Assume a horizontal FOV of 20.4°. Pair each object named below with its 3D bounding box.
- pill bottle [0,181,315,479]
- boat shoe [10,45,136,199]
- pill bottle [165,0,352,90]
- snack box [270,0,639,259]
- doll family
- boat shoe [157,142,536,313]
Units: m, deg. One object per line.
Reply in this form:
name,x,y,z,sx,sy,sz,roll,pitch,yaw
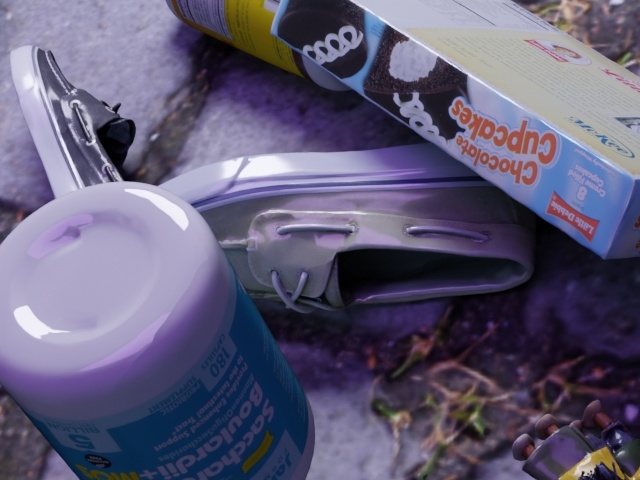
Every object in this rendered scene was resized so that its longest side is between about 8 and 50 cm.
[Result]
pill bottle,-0.090,0.094,1.072,0.146,0.264,0.146,-11,52,14
boat shoe,-0.174,-0.070,1.352,0.076,0.080,0.228,-22,51,-4
pill bottle,-0.041,-0.202,1.374,0.215,0.117,0.117,28,68,35
snack box,0.139,-0.093,1.192,0.187,0.060,0.322,-4,32,-44
doll family,0.141,0.174,1.056,0.193,0.076,0.111,-41,56,-6
boat shoe,0.000,0.000,1.216,0.302,0.109,0.094,-10,54,9
